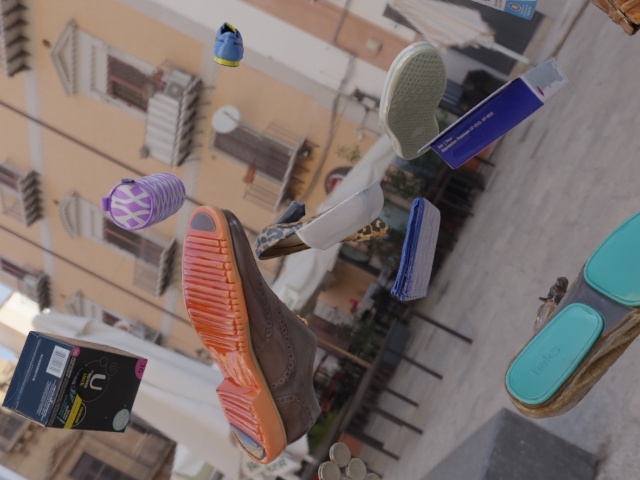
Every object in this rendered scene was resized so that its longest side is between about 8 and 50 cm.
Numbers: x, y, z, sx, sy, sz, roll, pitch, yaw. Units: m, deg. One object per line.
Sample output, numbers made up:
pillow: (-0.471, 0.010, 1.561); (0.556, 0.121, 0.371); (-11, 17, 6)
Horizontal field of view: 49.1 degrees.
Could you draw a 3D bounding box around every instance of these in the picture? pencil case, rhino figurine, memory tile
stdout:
pencil case: (-0.297, -0.069, 1.200); (0.206, 0.088, 0.086); (-54, -39, -80)
rhino figurine: (0.510, 0.166, 1.526); (0.106, 0.073, 0.243); (-41, -38, -28)
memory tile: (0.050, 0.390, 1.060); (0.012, 0.148, 0.113); (-33, 15, 45)

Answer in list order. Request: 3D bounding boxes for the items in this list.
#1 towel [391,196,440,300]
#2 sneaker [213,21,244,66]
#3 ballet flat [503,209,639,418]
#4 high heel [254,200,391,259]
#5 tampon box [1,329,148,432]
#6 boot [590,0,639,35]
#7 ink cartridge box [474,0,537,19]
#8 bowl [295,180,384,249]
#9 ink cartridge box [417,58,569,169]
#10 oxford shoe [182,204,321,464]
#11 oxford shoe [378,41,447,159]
towel: (0.244, 0.027, 1.735); (0.336, 0.040, 0.243); (13, -92, -73)
sneaker: (-0.201, -0.449, 1.566); (0.209, 0.069, 0.082); (-102, 23, -64)
ballet flat: (0.374, 0.095, 0.893); (0.342, 0.116, 0.124); (-52, -44, 1)
high heel: (0.000, 0.000, 1.437); (0.186, 0.261, 0.093); (-51, -41, -41)
tampon box: (-0.364, 0.214, 1.054); (0.161, 0.101, 0.120); (30, -106, -58)
boot: (0.661, -0.582, 1.520); (0.109, 0.220, 0.283); (-33, -11, -9)
ink cartridge box: (0.340, -0.607, 1.396); (0.198, 0.270, 0.197); (28, -95, -79)
bowl: (0.040, -0.035, 1.139); (0.142, 0.053, 0.142); (-31, 2, 21)
ink cartridge box: (0.297, -0.210, 1.157); (0.176, 0.069, 0.371); (-37, -3, 32)
oxford shoe: (-0.087, 0.114, 0.948); (0.133, 0.130, 0.364); (-26, -66, -35)
oxford shoe: (0.199, -0.331, 1.636); (0.169, 0.130, 0.449); (-27, -18, 0)
